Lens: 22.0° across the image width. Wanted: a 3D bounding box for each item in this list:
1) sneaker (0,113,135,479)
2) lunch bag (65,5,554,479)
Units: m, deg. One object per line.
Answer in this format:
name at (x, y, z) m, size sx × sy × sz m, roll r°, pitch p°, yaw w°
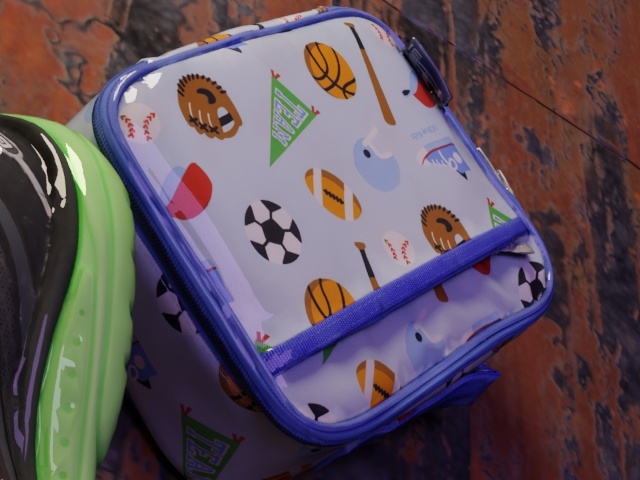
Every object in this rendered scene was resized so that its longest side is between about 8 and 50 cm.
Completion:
sneaker at (-0.176, 0.120, 0.593) m, size 0.202 × 0.185 × 0.483 m, roll 22°, pitch 34°, yaw -27°
lunch bag at (0.000, 0.000, 0.913) m, size 0.303 × 0.115 × 0.243 m, roll -25°, pitch 78°, yaw -51°
